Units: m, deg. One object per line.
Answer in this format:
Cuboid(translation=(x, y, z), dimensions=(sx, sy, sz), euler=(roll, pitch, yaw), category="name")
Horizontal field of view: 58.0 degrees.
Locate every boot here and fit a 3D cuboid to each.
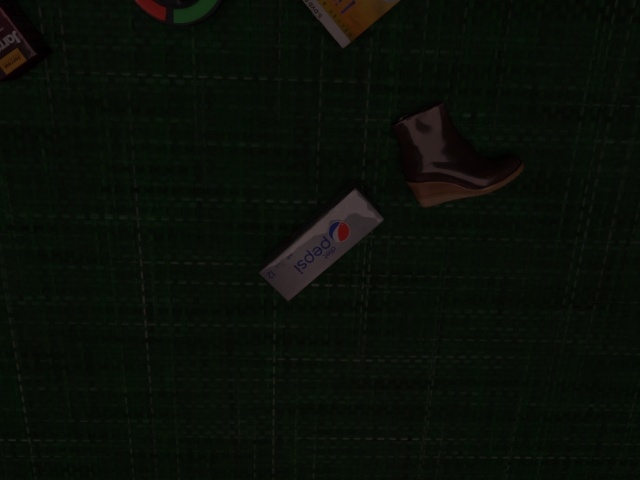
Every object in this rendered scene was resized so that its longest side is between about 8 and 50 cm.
Cuboid(translation=(0.290, -0.194, 1.220), dimensions=(0.248, 0.090, 0.207), euler=(-18, 112, 8), category="boot")

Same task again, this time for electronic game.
Cuboid(translation=(-0.276, -0.521, 1.080), dimensions=(0.229, 0.048, 0.229), euler=(5, 119, 10), category="electronic game")

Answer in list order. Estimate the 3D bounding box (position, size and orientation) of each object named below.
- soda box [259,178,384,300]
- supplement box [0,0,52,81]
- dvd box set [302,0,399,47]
Cuboid(translation=(0.000, 0.000, 1.279), dimensions=(0.286, 0.091, 0.098), euler=(-42, 105, 12), category="soda box")
Cuboid(translation=(-0.630, -0.415, 1.112), dimensions=(0.104, 0.081, 0.188), euler=(-31, 108, 9), category="supplement box")
Cuboid(translation=(0.105, -0.591, 1.010), dimensions=(0.420, 0.062, 0.307), euler=(-35, 123, 20), category="dvd box set")
